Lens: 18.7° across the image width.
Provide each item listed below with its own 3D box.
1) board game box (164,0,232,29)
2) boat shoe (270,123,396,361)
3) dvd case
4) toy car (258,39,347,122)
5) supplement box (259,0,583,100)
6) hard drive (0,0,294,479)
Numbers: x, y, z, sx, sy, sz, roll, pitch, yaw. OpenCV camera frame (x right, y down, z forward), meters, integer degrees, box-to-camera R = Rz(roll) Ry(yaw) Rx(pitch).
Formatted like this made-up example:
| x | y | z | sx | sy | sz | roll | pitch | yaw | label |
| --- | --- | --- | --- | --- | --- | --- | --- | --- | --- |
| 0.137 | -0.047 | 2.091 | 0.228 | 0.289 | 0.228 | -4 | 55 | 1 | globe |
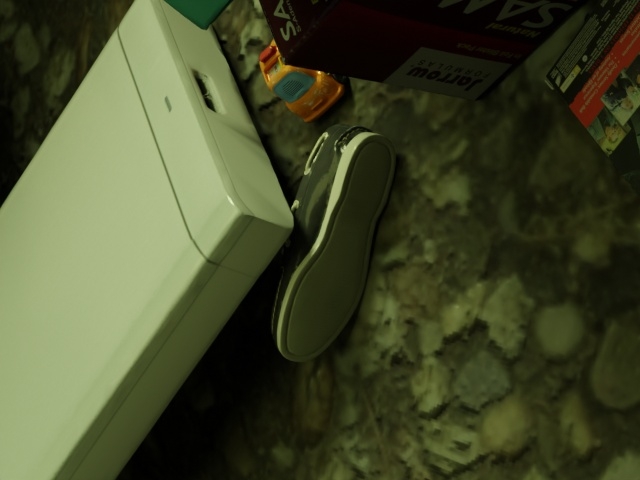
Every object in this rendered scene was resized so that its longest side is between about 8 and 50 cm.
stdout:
| x | y | z | sx | sy | sz | roll | pitch | yaw | label |
| --- | --- | --- | --- | --- | --- | --- | --- | --- | --- |
| 0.036 | -0.275 | 0.838 | 0.336 | 0.079 | 0.254 | -48 | 14 | 21 | board game box |
| 0.000 | 0.000 | 1.005 | 0.038 | 0.046 | 0.125 | 24 | 99 | 49 | boat shoe |
| 0.155 | -0.067 | 0.859 | 0.087 | 0.013 | 0.119 | -56 | 46 | 28 | dvd case |
| 0.011 | -0.103 | 1.012 | 0.122 | 0.040 | 0.060 | -18 | 71 | 47 | toy car |
| 0.088 | -0.166 | 0.862 | 0.239 | 0.130 | 0.073 | -43 | 54 | 38 | supplement box |
| -0.152 | 0.051 | 1.121 | 0.353 | 0.047 | 0.233 | -54 | 35 | 24 | hard drive |
